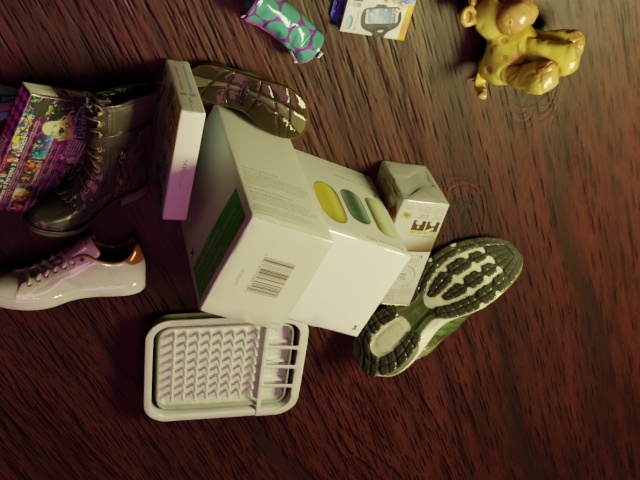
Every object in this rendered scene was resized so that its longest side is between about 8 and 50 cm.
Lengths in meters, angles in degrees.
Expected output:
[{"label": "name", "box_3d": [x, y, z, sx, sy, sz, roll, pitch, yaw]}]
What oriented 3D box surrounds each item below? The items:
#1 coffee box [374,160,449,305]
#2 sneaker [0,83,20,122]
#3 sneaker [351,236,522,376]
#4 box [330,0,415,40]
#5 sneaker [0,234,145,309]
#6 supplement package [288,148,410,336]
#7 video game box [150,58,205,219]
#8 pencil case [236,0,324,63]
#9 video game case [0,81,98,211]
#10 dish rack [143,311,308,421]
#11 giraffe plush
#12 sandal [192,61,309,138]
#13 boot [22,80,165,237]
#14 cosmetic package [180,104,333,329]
[{"label": "coffee box", "box_3d": [0.146, -0.011, 1.789, 0.098, 0.141, 0.247, 5, 124, -19]}, {"label": "sneaker", "box_3d": [-0.573, -0.259, 1.423, 0.261, 0.104, 0.125, 9, 111, -33]}, {"label": "sneaker", "box_3d": [0.256, 0.142, 1.970, 0.410, 0.158, 0.182, -37, 158, 11]}, {"label": "box", "box_3d": [0.088, -0.389, 1.561, 0.136, 0.028, 0.081, 3, 125, -20]}, {"label": "sneaker", "box_3d": [-0.468, 0.045, 1.691, 0.290, 0.106, 0.123, -9, 125, -23]}, {"label": "supplement package", "box_3d": [0.000, 0.000, 1.677, 0.199, 0.263, 0.198, 17, 120, -27]}, {"label": "video game box", "box_3d": [-0.240, -0.169, 1.532, 0.048, 0.187, 0.205, 4, 125, -18]}, {"label": "pencil case", "box_3d": [-0.063, -0.354, 1.520, 0.151, 0.064, 0.070, 34, 87, -32]}, {"label": "video game case", "box_3d": [-0.436, -0.147, 1.535, 0.210, 0.042, 0.232, -1, 131, -48]}, {"label": "dish rack", "box_3d": [-0.203, 0.251, 1.931, 0.332, 0.072, 0.286, -2, 127, -15]}, {"label": "giraffe plush", "box_3d": [0.332, -0.360, 1.590, 0.210, 0.181, 0.171, -5, 125, 32]}, {"label": "sandal", "box_3d": [-0.120, -0.249, 1.594, 0.219, 0.060, 0.090, 19, 114, -11]}, {"label": "boot", "box_3d": [-0.370, -0.141, 1.496, 0.263, 0.091, 0.229, -32, 150, -37]}, {"label": "cosmetic package", "box_3d": [-0.124, -0.047, 1.542, 0.155, 0.366, 0.197, 17, 117, -28]}]
